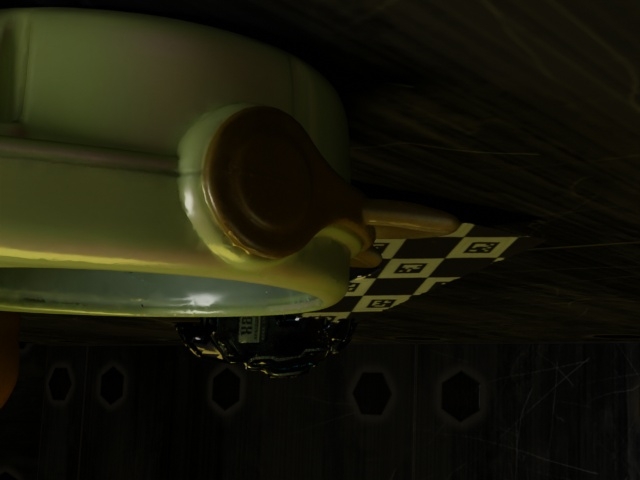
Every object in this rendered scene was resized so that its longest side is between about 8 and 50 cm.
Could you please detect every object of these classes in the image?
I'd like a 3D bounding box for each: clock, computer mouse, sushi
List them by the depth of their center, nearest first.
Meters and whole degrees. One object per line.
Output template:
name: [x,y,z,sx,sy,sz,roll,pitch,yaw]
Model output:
clock: [-0.115,-0.027,0.521,0.348,0.117,0.286,4,171,-14]
sushi: [0.000,0.000,0.876,0.290,0.050,0.264,12,153,-36]
computer mouse: [-0.066,0.099,1.278,0.241,0.146,0.077,2,-169,-19]

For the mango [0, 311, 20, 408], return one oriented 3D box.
mango: [-0.474,0.077,0.960,0.378,0.221,0.264,14,179,-8]
